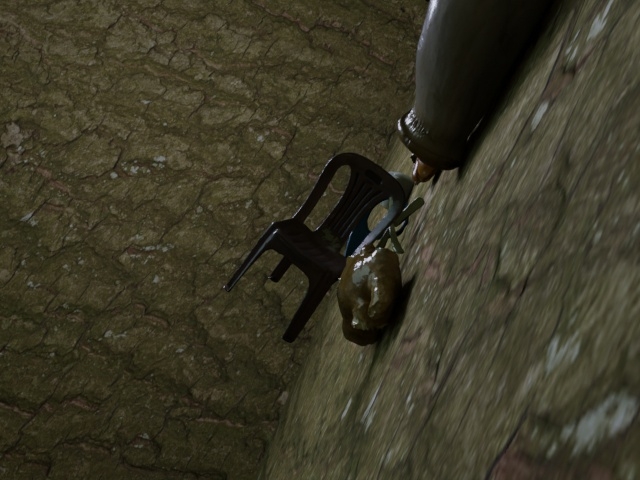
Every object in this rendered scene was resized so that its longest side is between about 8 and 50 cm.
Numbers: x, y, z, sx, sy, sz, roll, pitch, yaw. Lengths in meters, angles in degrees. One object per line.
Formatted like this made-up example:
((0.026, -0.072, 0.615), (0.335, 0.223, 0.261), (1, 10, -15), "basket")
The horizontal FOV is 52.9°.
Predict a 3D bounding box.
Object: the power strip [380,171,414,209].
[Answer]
((0.195, -0.130, 1.698), (0.338, 0.058, 0.098), (-65, -2, -83), "power strip")

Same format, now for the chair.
((0.000, 0.000, 1.206), (0.326, 0.175, 0.183), (-57, -12, 18), "chair")

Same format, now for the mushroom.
((0.213, -0.281, 0.910), (0.137, 0.154, 0.407), (59, 145, 35), "mushroom")

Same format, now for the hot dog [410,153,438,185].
((0.228, -0.211, 1.260), (0.092, 0.062, 0.235), (127, 165, -76), "hot dog")

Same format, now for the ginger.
((0.081, 0.095, 1.099), (0.216, 0.102, 0.157), (119, 151, -60), "ginger")

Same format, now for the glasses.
((0.143, 0.001, 1.298), (0.207, 0.102, 0.239), (-1, 62, 59), "glasses")
